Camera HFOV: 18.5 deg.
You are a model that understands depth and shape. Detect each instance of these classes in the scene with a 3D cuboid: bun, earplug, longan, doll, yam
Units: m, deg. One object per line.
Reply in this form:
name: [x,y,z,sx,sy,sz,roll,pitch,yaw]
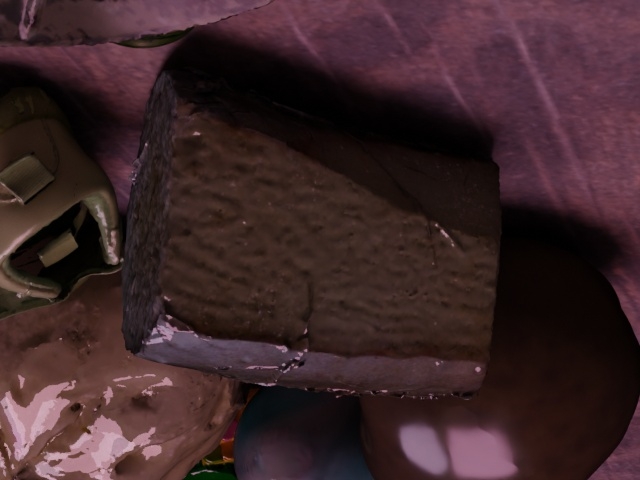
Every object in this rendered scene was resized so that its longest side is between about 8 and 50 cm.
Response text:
bun: [-0.228,0.125,1.698,0.362,0.234,0.326,-21,142,39]
earplug: [0.003,0.186,1.718,0.185,0.185,0.324,3,179,9]
longan: [0.130,0.113,1.549,0.248,0.248,0.248,5,160,2]
doll: [-0.097,0.200,2.036,0.186,0.106,0.134,-18,159,15]
yam: [-0.002,0.002,1.362,0.271,0.202,0.201,10,-179,-16]

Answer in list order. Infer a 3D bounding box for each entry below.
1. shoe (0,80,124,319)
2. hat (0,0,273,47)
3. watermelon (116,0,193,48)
shoe: [-0.216,-0.008,1.424,0.140,0.128,0.262,-20,152,-9]
hat: [-0.105,-0.193,0.927,0.265,0.128,0.265,-8,166,-2]
watermelon: [-0.102,-0.157,1.069,0.109,0.109,0.109,5,160,2]
